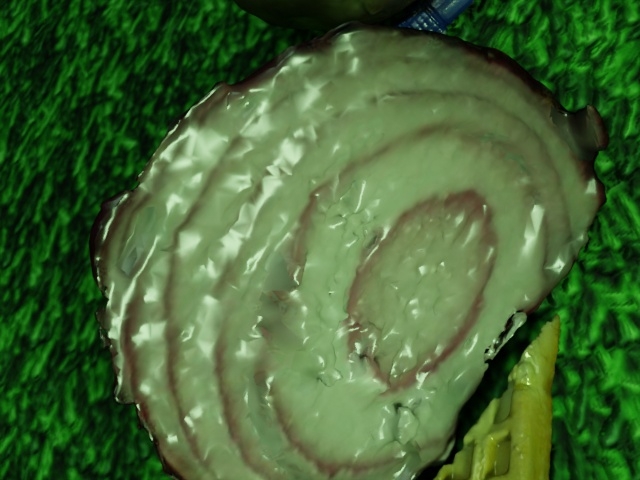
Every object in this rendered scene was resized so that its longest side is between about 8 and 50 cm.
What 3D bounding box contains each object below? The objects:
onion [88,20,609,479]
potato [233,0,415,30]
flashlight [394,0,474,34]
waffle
[{"bbox_3d":[0.000,0.000,0.850,0.314,0.280,0.146,-51,31,-2],"label":"onion"},{"bbox_3d":[0.026,-0.295,1.049,0.237,0.301,0.288,57,137,23],"label":"potato"},{"bbox_3d":[0.093,-0.169,1.037,0.121,0.057,0.035,-44,83,13],"label":"flashlight"},{"bbox_3d":[0.080,0.136,0.856,0.125,0.032,0.191,-15,52,32],"label":"waffle"}]
